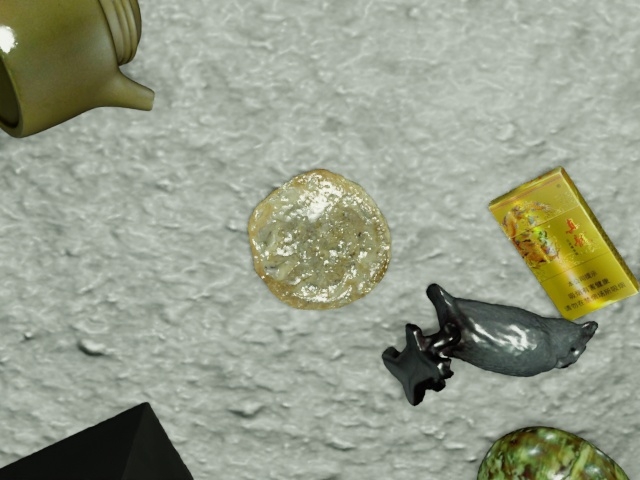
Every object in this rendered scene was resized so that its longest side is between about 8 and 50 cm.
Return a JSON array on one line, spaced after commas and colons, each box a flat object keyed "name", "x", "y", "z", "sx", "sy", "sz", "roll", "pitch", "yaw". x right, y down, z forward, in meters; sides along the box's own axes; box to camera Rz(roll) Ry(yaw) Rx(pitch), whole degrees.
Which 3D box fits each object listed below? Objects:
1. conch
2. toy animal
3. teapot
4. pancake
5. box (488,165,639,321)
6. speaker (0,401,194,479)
[{"name": "conch", "x": 0.250, "y": 0.288, "z": 1.182, "sx": 0.181, "sy": 0.124, "sz": 0.187, "roll": -7, "pitch": 114, "yaw": 3}, {"name": "toy animal", "x": 0.177, "y": 0.096, "z": 1.160, "sx": 0.210, "sy": 0.121, "sz": 0.117, "roll": -9, "pitch": 62, "yaw": -16}, {"name": "teapot", "x": -0.247, "y": -0.219, "z": 1.003, "sx": 0.175, "sy": 0.185, "sz": 0.268, "roll": -32, "pitch": 89, "yaw": -26}, {"name": "pancake", "x": 0.000, "y": 0.000, "z": 1.141, "sx": 0.151, "sy": 0.025, "sz": 0.152, "roll": 0, "pitch": 106, "yaw": 0}, {"name": "box", "x": 0.250, "y": 0.006, "z": 1.136, "sx": 0.089, "sy": 0.022, "sz": 0.156, "roll": -27, "pitch": 107, "yaw": 29}, {"name": "speaker", "x": -0.256, "y": 0.326, "z": 1.120, "sx": 0.254, "sy": 0.232, "sz": 0.184, "roll": -25, "pitch": 104, "yaw": 5}]
